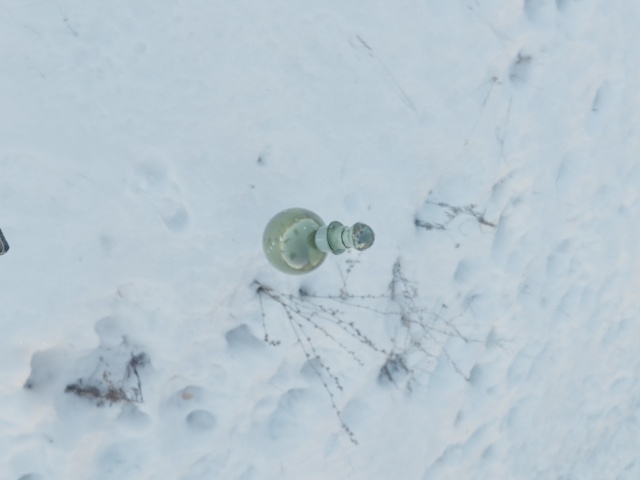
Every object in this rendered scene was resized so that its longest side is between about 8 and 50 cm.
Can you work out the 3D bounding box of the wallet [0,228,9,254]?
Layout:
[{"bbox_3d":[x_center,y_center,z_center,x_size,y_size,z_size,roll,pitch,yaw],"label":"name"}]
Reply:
[{"bbox_3d":[-0.716,-0.036,1.170,0.082,0.018,0.156,-16,100,15],"label":"wallet"}]

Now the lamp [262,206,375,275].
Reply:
[{"bbox_3d":[0.000,0.000,0.706,0.091,0.163,0.090,3,86,-49],"label":"lamp"}]
